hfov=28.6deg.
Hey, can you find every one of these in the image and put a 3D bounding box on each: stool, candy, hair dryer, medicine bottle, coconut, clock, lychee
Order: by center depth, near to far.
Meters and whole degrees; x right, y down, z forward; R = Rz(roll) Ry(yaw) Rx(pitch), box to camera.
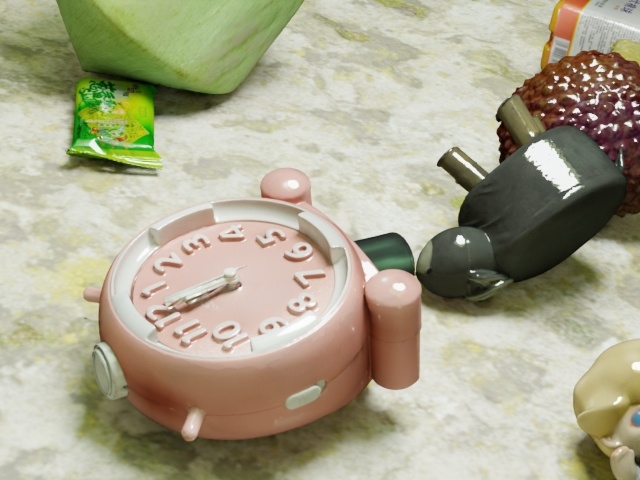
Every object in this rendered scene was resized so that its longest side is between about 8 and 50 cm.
[{"bbox_3d":[-0.069,0.073,1.028,0.241,0.142,0.227,-22,42,-25],"label":"clock"},{"bbox_3d":[0.186,-0.043,1.215,0.228,0.153,0.139,-23,64,-32],"label":"stool"},{"bbox_3d":[0.000,0.000,1.233,0.100,0.057,0.197,-11,29,-28],"label":"hair dryer"},{"bbox_3d":[0.283,-0.111,1.356,0.188,0.188,0.188,6,33,-4],"label":"lychee"},{"bbox_3d":[-0.226,-0.131,1.383,0.102,0.032,0.178,3,33,-10],"label":"candy"},{"bbox_3d":[-0.173,-0.315,1.456,0.328,0.328,0.281,-17,54,-34],"label":"coconut"},{"bbox_3d":[0.422,-0.257,1.664,0.222,0.112,0.149,22,35,20],"label":"medicine bottle"}]

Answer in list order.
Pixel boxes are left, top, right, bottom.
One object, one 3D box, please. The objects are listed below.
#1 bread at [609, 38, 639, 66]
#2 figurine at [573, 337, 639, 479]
[{"bbox_3d":[0.388,-0.168,1.508,0.138,0.102,0.196,22,26,10],"label":"bread"},{"bbox_3d":[0.268,0.165,0.991,0.114,0.108,0.196,-15,39,9],"label":"figurine"}]
